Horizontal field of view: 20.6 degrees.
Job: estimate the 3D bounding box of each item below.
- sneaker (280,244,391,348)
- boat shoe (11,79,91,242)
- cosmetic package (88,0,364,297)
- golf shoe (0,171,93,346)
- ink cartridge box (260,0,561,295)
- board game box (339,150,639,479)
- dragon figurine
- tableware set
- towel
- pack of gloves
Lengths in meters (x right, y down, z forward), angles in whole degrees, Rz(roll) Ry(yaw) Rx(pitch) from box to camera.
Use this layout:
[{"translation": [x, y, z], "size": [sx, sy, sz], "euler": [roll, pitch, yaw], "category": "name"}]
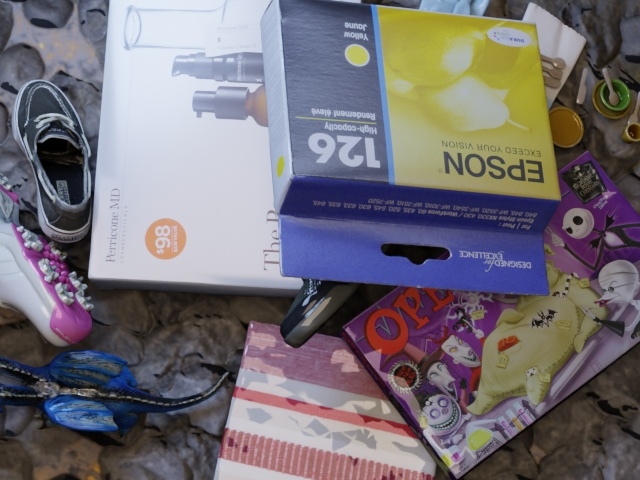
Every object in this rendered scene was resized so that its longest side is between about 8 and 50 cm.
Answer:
[{"translation": [0.000, 0.000, 1.854], "size": [0.130, 0.087, 0.227], "euler": [34, 75, -1], "category": "sneaker"}, {"translation": [-0.290, -0.104, 1.948], "size": [0.078, 0.070, 0.219], "euler": [-7, 55, -20], "category": "boat shoe"}, {"translation": [-0.101, -0.128, 1.969], "size": [0.284, 0.097, 0.377], "euler": [2, 81, 4], "category": "cosmetic package"}, {"translation": [-0.362, 0.026, 1.925], "size": [0.140, 0.115, 0.306], "euler": [-44, 58, 4], "category": "golf shoe"}, {"translation": [0.097, -0.102, 1.838], "size": [0.304, 0.072, 0.307], "euler": [4, 61, -19], "category": "ink cartridge box"}, {"translation": [0.219, 0.081, 1.926], "size": [0.347, 0.056, 0.208], "euler": [-36, 77, -12], "category": "board game box"}, {"translation": [-0.250, 0.164, 1.895], "size": [0.289, 0.144, 0.085], "euler": [6, 81, 3], "category": "dragon figurine"}, {"translation": [0.292, -0.150, 1.971], "size": [0.154, 0.024, 0.104], "euler": [20, 72, -11], "category": "tableware set"}, {"translation": [0.001, 0.265, 1.909], "size": [0.237, 0.037, 0.329], "euler": [12, 74, 4], "category": "towel"}, {"translation": [0.168, -0.182, 1.975], "size": [0.195, 0.046, 0.232], "euler": [32, 68, -10], "category": "pack of gloves"}]
